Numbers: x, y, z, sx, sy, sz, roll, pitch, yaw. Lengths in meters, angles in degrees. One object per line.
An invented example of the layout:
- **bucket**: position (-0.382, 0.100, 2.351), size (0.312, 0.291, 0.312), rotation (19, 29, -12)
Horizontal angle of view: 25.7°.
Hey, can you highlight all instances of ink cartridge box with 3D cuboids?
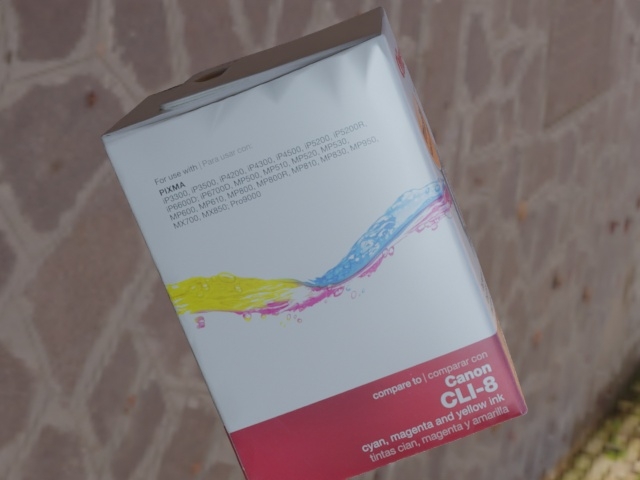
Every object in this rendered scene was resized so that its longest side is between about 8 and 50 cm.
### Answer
- **ink cartridge box**: position (0.000, 0.000, 0.633), size (0.128, 0.127, 0.176), rotation (-83, 151, -75)
